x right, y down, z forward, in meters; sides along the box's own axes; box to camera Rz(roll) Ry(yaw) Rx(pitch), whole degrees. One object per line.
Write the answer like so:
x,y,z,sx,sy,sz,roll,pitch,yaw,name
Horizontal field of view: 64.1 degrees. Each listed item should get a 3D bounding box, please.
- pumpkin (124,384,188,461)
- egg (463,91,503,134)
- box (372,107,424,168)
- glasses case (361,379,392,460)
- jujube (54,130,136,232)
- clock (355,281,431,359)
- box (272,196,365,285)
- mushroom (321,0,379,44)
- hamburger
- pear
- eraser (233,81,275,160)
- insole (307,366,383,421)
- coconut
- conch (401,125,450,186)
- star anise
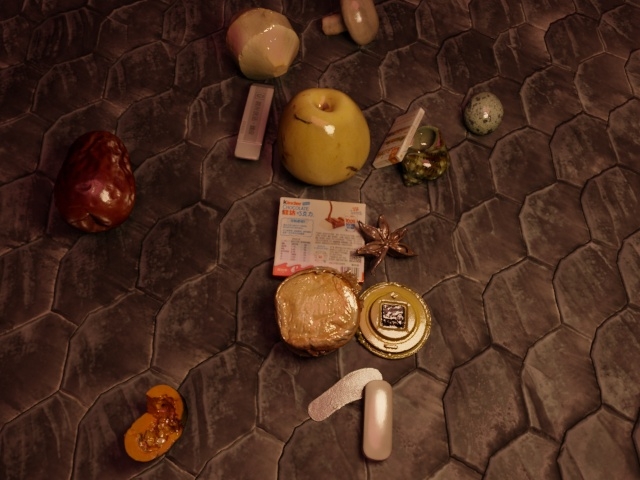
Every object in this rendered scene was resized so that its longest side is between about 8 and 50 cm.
-0.403,0.462,1.292,0.119,0.107,0.183,25,73,15,pumpkin
0.562,-0.442,1.762,0.132,0.132,0.172,14,54,2,egg
0.262,-0.341,1.705,0.032,0.122,0.220,41,63,-26,box
0.151,0.474,1.356,0.081,0.051,0.204,7,65,-2,glasses case
-0.664,-0.177,1.521,0.223,0.223,0.318,-5,58,-7,jujube
0.209,0.223,1.474,0.237,0.057,0.237,1,66,-3,clock
0.000,0.000,1.564,0.274,0.048,0.264,5,67,-1,box
0.112,-0.822,1.869,0.209,0.206,0.206,0,66,-5,mushroom
-0.005,0.185,1.419,0.243,0.146,0.286,35,80,5,hamburger
0.007,-0.325,1.584,0.309,0.309,0.309,2,65,-3,pear
-0.218,-0.411,1.730,0.089,0.061,0.351,8,66,0,eraser
0.067,0.417,1.402,0.232,0.003,0.080,-27,70,-15,insole
-0.195,-0.671,1.759,0.259,0.259,0.259,2,65,-3,coconut
0.336,-0.267,1.676,0.181,0.124,0.187,-32,48,-8,conch
0.188,0.005,1.547,0.208,0.063,0.171,-21,76,-29,star anise
